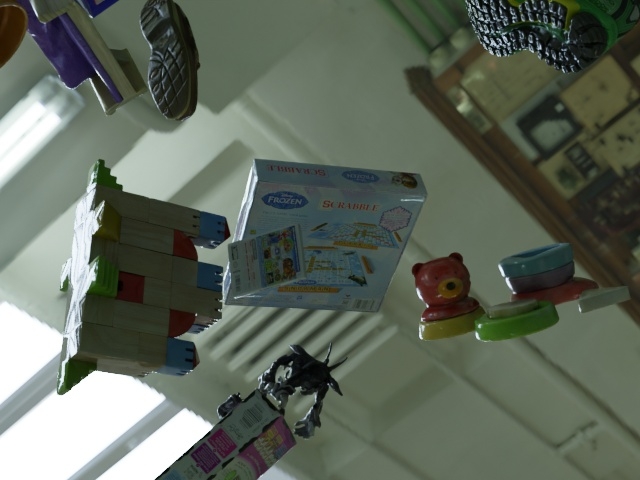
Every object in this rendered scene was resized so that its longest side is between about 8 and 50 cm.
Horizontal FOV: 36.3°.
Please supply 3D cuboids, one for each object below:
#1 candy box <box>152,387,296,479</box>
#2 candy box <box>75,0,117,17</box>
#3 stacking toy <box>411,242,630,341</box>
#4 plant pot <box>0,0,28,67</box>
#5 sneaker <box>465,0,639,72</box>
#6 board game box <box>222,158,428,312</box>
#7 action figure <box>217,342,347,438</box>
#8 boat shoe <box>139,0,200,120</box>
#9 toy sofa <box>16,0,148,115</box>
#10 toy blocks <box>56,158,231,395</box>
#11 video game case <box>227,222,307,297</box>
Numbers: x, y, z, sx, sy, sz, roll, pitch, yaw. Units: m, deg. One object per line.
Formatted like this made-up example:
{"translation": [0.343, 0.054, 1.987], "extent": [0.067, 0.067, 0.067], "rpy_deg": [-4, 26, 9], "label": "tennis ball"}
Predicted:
{"translation": [-0.158, 0.374, 1.644], "extent": [0.071, 0.233, 0.159], "rpy_deg": [41, 163, 27], "label": "candy box"}
{"translation": [-0.427, -0.612, 1.827], "extent": [0.317, 0.268, 0.122], "rpy_deg": [46, 165, 17], "label": "candy box"}
{"translation": [0.322, 0.064, 1.608], "extent": [0.279, 0.308, 0.130], "rpy_deg": [174, 81, -71], "label": "stacking toy"}
{"translation": [-0.738, -0.457, 1.988], "extent": [0.188, 0.205, 0.205], "rpy_deg": [41, -165, 8], "label": "plant pot"}
{"translation": [0.330, -0.342, 1.434], "extent": [0.343, 0.146, 0.134], "rpy_deg": [41, 155, 51], "label": "sneaker"}
{"translation": [0.000, 0.000, 1.821], "extent": [0.318, 0.318, 0.066], "rpy_deg": [4, -138, -17], "label": "board game box"}
{"translation": [-0.070, 0.314, 1.961], "extent": [0.275, 0.141, 0.164], "rpy_deg": [-28, -120, -30], "label": "action figure"}
{"translation": [-0.172, -0.221, 1.191], "extent": [0.060, 0.064, 0.178], "rpy_deg": [22, -134, -50], "label": "boat shoe"}
{"translation": [-0.542, -0.437, 2.170], "extent": [0.150, 0.177, 0.362], "rpy_deg": [58, 177, 30], "label": "toy sofa"}
{"translation": [-0.282, 0.081, 1.640], "extent": [0.260, 0.190, 0.382], "rpy_deg": [15, -118, -29], "label": "toy blocks"}
{"translation": [-0.081, 0.031, 1.460], "extent": [0.011, 0.122, 0.087], "rpy_deg": [35, -137, -59], "label": "video game case"}
